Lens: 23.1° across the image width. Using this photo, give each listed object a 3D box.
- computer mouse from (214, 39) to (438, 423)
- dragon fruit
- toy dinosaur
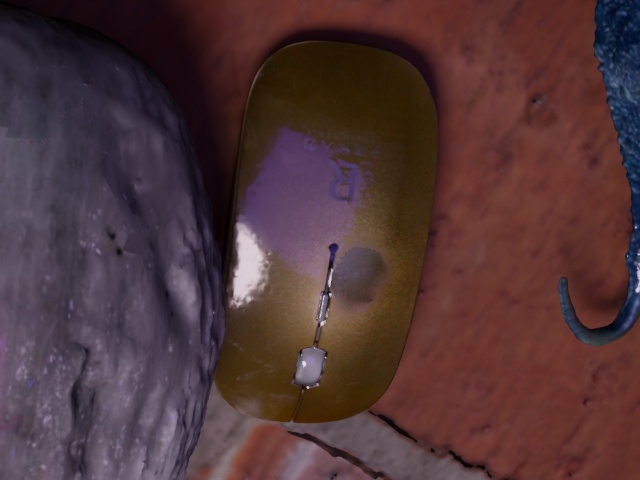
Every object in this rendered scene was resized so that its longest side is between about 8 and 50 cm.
[{"bbox_3d":[0.000,0.000,0.786,0.102,0.045,0.199,7,101,-15],"label":"computer mouse"},{"bbox_3d":[-0.165,0.003,0.655,0.283,0.204,0.221,14,98,-20],"label":"dragon fruit"},{"bbox_3d":[0.189,-0.124,0.797,0.147,0.076,0.363,-2,103,4],"label":"toy dinosaur"}]
